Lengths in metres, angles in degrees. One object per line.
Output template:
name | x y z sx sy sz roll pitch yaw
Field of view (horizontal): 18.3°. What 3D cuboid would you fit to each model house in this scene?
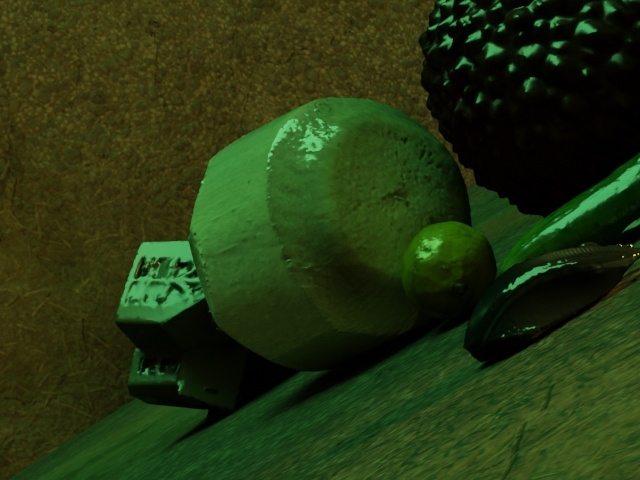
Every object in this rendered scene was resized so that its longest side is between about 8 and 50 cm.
model house | -0.071 0.102 2.104 0.248 0.181 0.176 -2 59 28

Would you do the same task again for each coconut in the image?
coconut | 0.000 0.000 1.811 0.237 0.237 0.266 -32 8 -36

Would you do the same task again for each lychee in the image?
lychee | 0.230 -0.137 1.698 0.264 0.300 0.264 20 -90 -85

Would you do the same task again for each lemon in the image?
lemon | 0.108 0.024 1.662 0.082 0.082 0.110 -31 3 15

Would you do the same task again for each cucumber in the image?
cucumber | 0.243 -0.038 1.492 0.250 0.056 0.056 -34 2 -3

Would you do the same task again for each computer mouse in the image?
computer mouse | 0.148 0.030 1.297 0.135 0.047 0.079 -29 2 -1

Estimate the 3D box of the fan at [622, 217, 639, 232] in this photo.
fan | 0.288 -0.045 1.226 0.233 0.012 0.414 -36 2 -15
